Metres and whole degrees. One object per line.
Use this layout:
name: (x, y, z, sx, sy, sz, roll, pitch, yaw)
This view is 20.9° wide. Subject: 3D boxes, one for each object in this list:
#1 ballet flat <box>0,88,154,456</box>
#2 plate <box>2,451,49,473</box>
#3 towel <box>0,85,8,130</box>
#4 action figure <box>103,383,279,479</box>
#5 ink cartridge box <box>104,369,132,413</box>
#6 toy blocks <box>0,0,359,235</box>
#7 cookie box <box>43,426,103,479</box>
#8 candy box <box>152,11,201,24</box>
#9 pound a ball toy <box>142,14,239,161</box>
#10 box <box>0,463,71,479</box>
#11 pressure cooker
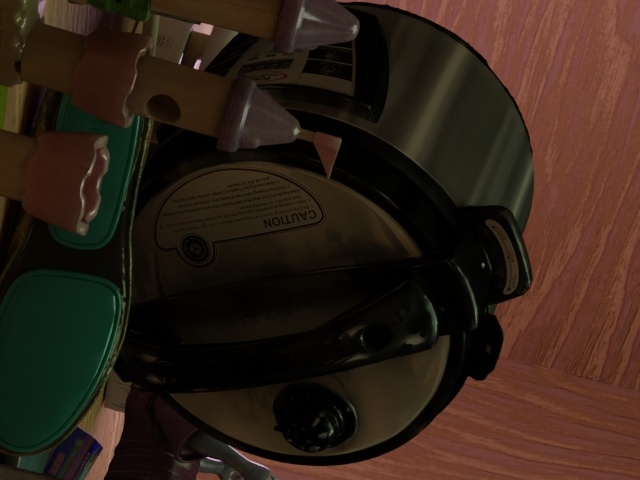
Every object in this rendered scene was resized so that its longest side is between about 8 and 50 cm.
ballet flat: (-0.214, 0.009, 1.473, 0.123, 0.123, 0.349, -69, 173, -79)
plate: (-0.297, 0.203, 1.769, 0.188, 0.024, 0.188, 14, 90, -90)
towel: (-0.253, -0.022, 1.271, 0.102, 0.021, 0.237, -75, 179, -51)
action figure: (-0.197, 0.267, 1.909, 0.248, 0.275, 0.370, 124, -19, -65)
ink cartridge box: (-0.228, 0.119, 2.382, 0.153, 0.086, 0.208, -74, 178, -52)
toy blocks: (-0.091, -0.191, 1.116, 0.309, 0.260, 0.289, -74, 177, -48)
cookie box: (-0.287, 0.256, 1.949, 0.092, 0.040, 0.107, -59, 174, -12)
candy box: (-0.133, -0.347, 1.763, 0.233, 0.071, 0.159, 102, 1, -68)
pound a ball toy: (-0.139, -0.178, 1.929, 0.208, 0.135, 0.319, 103, 1, -52)
box: (-0.207, 0.254, 1.195, 0.142, 0.247, 0.163, -75, 179, -78)
pressure cooker: (0.004, 0.005, 1.649, 0.370, 0.375, 0.420, -58, -178, 36)
